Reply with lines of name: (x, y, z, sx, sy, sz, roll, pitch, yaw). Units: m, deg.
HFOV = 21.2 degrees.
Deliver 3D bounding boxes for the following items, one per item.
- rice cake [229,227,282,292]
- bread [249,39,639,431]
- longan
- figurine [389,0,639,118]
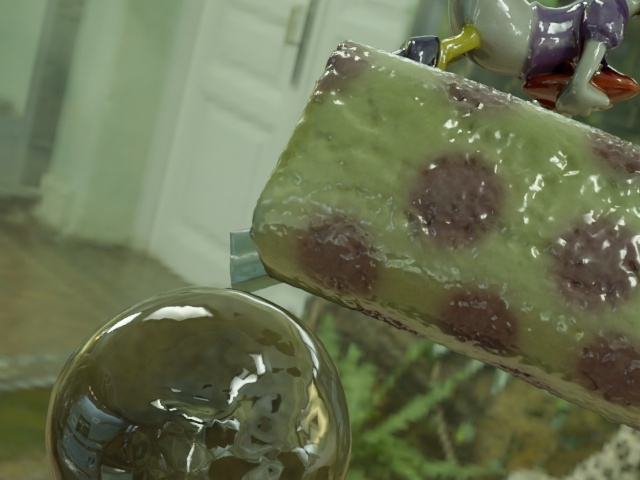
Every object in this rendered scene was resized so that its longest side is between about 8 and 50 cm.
rice cake: (-0.001, 0.001, 1.986, 0.222, 0.080, 0.042, -13, -28, 10)
bread: (0.138, -0.003, 1.193, 0.338, 0.187, 0.155, 22, -19, 11)
longan: (-0.126, 0.196, 1.756, 0.319, 0.319, 0.319, 13, 13, -3)
figurine: (0.241, -0.214, 1.678, 0.421, 0.193, 0.154, -15, -3, -5)
